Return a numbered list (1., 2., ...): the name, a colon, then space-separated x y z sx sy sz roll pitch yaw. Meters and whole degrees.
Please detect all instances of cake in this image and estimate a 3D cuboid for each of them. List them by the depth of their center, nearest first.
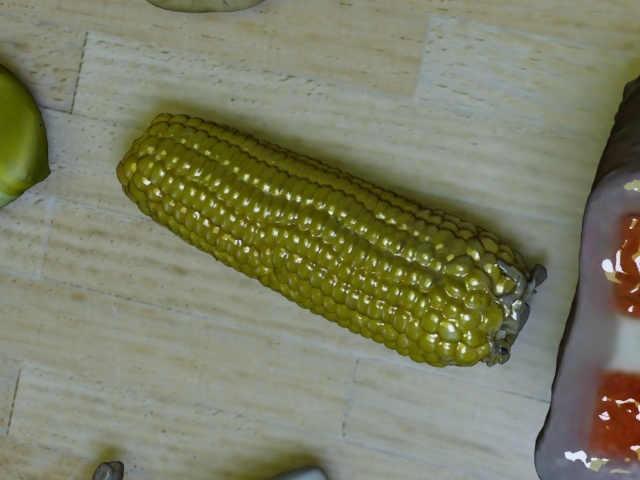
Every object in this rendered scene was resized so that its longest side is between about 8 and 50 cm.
1. cake: 0.302 0.040 1.016 0.308 0.230 0.237 9 116 10

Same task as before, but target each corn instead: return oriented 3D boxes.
1. corn: 0.000 0.000 1.161 0.305 0.106 0.106 23 97 12

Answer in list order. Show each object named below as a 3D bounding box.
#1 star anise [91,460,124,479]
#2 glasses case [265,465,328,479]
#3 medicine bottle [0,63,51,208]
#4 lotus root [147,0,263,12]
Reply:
1. star anise: -0.160 0.287 1.214 0.209 0.089 0.231 -23 99 4
2. glasses case: -0.088 0.230 1.148 0.233 0.092 0.059 -32 85 -26
3. medicine bottle: -0.310 -0.043 1.220 0.239 0.124 0.124 -31 86 11
4. lotus root: -0.091 -0.197 1.193 0.152 0.063 0.072 1 102 8
